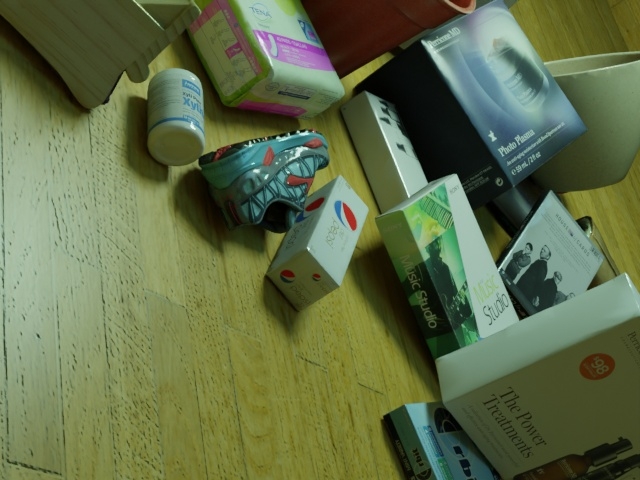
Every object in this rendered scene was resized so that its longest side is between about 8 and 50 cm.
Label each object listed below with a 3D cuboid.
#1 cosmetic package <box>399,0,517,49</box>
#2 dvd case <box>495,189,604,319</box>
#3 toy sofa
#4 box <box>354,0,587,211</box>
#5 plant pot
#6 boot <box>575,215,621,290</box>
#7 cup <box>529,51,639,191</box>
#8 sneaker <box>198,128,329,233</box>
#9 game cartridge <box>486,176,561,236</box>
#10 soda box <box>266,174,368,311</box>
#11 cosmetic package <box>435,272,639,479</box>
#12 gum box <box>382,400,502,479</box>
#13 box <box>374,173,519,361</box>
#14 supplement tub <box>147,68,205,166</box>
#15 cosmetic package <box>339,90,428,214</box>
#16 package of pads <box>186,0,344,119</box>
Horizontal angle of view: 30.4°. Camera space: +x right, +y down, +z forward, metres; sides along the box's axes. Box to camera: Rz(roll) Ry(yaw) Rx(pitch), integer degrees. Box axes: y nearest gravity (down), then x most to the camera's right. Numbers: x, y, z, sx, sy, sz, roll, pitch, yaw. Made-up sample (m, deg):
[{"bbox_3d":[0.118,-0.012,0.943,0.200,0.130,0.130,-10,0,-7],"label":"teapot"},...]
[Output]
[{"bbox_3d":[0.192,-0.619,2.234,0.327,0.329,0.394,25,41,-38],"label":"cosmetic package"},{"bbox_3d":[0.415,0.048,2.147,0.179,0.029,0.239,50,53,-14],"label":"dvd case"},{"bbox_3d":[-0.322,-0.333,1.337,0.362,0.177,0.150,44,5,-25],"label":"toy sofa"},{"bbox_3d":[0.267,-0.230,2.061,0.296,0.183,0.294,-35,91,-46],"label":"box"},{"bbox_3d":[0.062,-0.402,1.884,0.272,0.265,0.272,39,32,-31],"label":"plant pot"},{"bbox_3d":[0.556,0.119,2.302,0.269,0.089,0.236,59,21,-21],"label":"boot"},{"bbox_3d":[0.497,-0.227,2.308,0.331,0.331,0.237,-34,118,-63],"label":"cup"},{"bbox_3d":[-0.066,-0.070,1.535,0.262,0.104,0.125,-20,96,-58],"label":"sneaker"},{"bbox_3d":[0.357,-0.129,2.317,0.355,0.068,0.230,46,33,-21],"label":"game cartridge"},{"bbox_3d":[0.000,0.000,1.563,0.069,0.074,0.216,49,28,-16],"label":"soda box"},{"bbox_3d":[0.373,0.249,1.621,0.377,0.284,0.097,51,19,-32],"label":"cosmetic package"},{"bbox_3d":[0.172,0.293,1.574,0.184,0.041,0.157,10,53,-57],"label":"gum box"},{"bbox_3d":[0.207,0.076,1.775,0.232,0.058,0.322,-33,99,-59],"label":"box"},{"bbox_3d":[-0.176,-0.149,1.433,0.071,0.071,0.107,34,36,-39],"label":"supplement tub"},{"bbox_3d":[0.117,-0.120,1.901,0.099,0.060,0.239,12,51,-53],"label":"cosmetic package"},{"bbox_3d":[-0.108,-0.323,1.700,0.229,0.101,0.296,0,61,-61],"label":"package of pads"}]
